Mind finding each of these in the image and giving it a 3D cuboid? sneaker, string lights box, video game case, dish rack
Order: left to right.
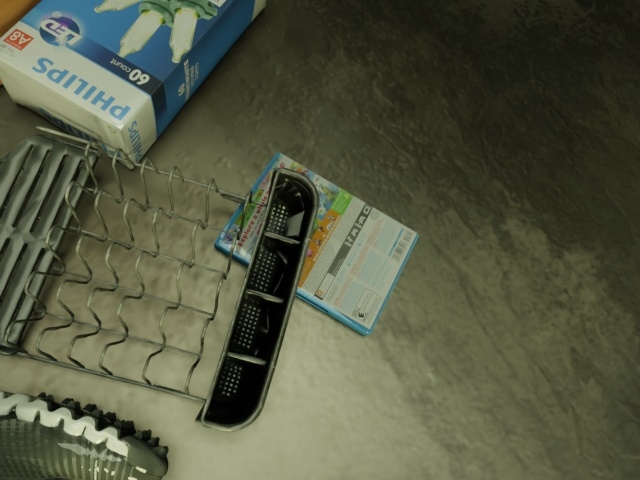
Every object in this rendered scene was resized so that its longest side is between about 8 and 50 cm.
[{"bbox_3d":[-0.227,0.154,0.354,0.235,0.078,0.106,16,69,-2],"label":"sneaker"},{"bbox_3d":[-0.156,0.016,0.412,0.272,0.074,0.208,17,72,-6],"label":"dish rack"},{"bbox_3d":[-0.170,-0.213,0.507,0.134,0.076,0.259,30,66,-2],"label":"string lights box"},{"bbox_3d":[0.000,0.000,0.497,0.166,0.015,0.119,31,66,0],"label":"video game case"}]

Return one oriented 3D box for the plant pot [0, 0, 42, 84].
[{"bbox_3d":[-0.383,-0.290,0.420,0.291,0.203,0.290,4,68,-11],"label":"plant pot"}]
